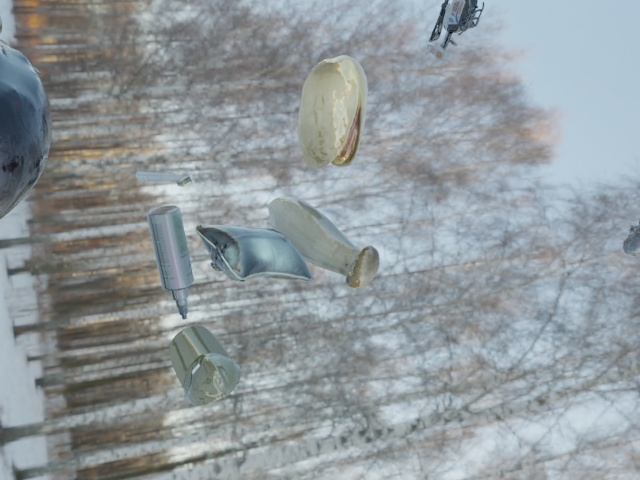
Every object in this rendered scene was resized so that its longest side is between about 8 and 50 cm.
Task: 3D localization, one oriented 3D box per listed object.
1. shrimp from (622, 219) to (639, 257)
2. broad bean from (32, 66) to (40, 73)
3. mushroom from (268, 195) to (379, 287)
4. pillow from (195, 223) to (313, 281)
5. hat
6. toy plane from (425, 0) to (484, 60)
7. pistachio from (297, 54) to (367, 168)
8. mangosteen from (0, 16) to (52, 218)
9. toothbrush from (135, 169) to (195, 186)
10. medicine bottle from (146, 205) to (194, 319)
[{"bbox_3d":[0.508,-0.036,1.096,0.057,0.165,0.065,52,-8,18],"label":"shrimp"},{"bbox_3d":[-0.647,-0.333,1.481,0.061,0.195,0.046,-41,-114,22],"label":"broad bean"},{"bbox_3d":[0.000,0.000,1.891,0.350,0.128,0.128,32,-47,31],"label":"mushroom"},{"bbox_3d":[-0.073,0.014,0.855,0.091,0.135,0.055,17,-79,42],"label":"pillow"},{"bbox_3d":[-0.300,0.314,1.938,0.144,0.166,0.173,11,-51,59],"label":"hat"},{"bbox_3d":[0.274,-0.447,1.538,0.078,0.053,0.197,43,-36,19],"label":"toy plane"},{"bbox_3d":[0.039,-0.337,1.989,0.187,0.187,0.299,-138,-130,-64],"label":"pistachio"},{"bbox_3d":[-0.393,-0.149,0.726,0.275,0.275,0.302,-121,-141,-52],"label":"mangosteen"},{"bbox_3d":[-0.339,-0.135,1.618,0.342,0.030,0.025,13,-50,61],"label":"toothbrush"},{"bbox_3d":[-0.248,0.042,1.280,0.057,0.057,0.199,-145,-135,-67],"label":"medicine bottle"}]
